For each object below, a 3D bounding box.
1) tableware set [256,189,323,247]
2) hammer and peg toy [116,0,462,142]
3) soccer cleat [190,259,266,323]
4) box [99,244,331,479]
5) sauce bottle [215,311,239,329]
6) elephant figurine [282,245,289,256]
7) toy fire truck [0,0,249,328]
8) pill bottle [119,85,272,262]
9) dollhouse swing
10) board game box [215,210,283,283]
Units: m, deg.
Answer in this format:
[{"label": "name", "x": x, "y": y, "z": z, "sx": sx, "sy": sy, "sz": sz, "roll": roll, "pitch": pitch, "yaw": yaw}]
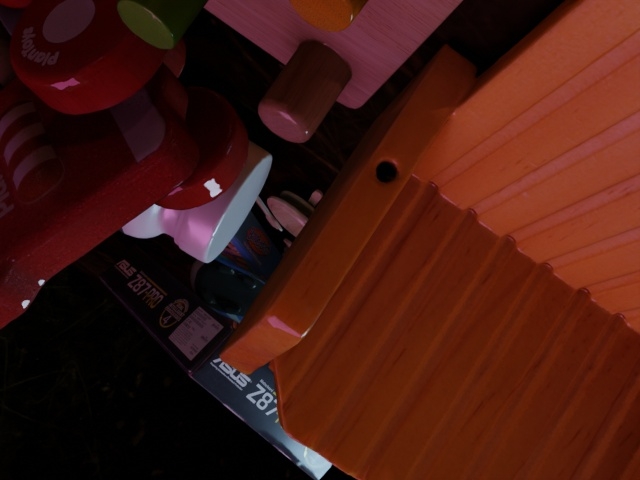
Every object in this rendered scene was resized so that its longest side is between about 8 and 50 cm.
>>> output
[{"label": "tableware set", "x": 0.000, "y": 0.000, "z": 0.883, "sx": 0.128, "sy": 0.039, "sz": 0.194, "roll": 28, "pitch": 161, "yaw": 39}, {"label": "hammer and peg toy", "x": -0.084, "y": -0.210, "z": 0.315, "sx": 0.361, "sy": 0.127, "sz": 0.266, "roll": 34, "pitch": 162, "yaw": -9}, {"label": "soccer cleat", "x": -0.080, "y": 0.121, "z": 1.259, "sx": 0.331, "sy": 0.116, "sz": 0.143, "roll": 37, "pitch": -179, "yaw": -17}, {"label": "box", "x": -0.164, "y": 0.187, "z": 1.154, "sx": 0.395, "sy": 0.097, "sz": 0.318, "roll": 26, "pitch": 158, "yaw": 53}, {"label": "sauce bottle", "x": -0.120, "y": 0.192, "z": 1.469, "sx": 0.345, "sy": 0.111, "sz": 0.111, "roll": 11, "pitch": 153, "yaw": 44}, {"label": "elephant figurine", "x": 0.006, "y": 0.156, "z": 1.066, "sx": 0.170, "sy": 0.185, "sz": 0.239, "roll": 13, "pitch": 151, "yaw": 6}, {"label": "toy fire truck", "x": -0.222, "y": -0.103, "z": 0.545, "sx": 0.302, "sy": 0.254, "sz": 0.169, "roll": 55, "pitch": 180, "yaw": 31}, {"label": "pill bottle", "x": -0.201, "y": -0.102, "z": 0.738, "sx": 0.279, "sy": 0.162, "sz": 0.162, "roll": 30, "pitch": 162, "yaw": 3}, {"label": "dollhouse swing", "x": 0.168, "y": 0.064, "z": 0.427, "sx": 0.347, "sy": 0.315, "sz": 0.305, "roll": 35, "pitch": 173, "yaw": -8}, {"label": "board game box", "x": -0.153, "y": -0.020, "z": 1.063, "sx": 0.160, "sy": 0.047, "sz": 0.210, "roll": 23, "pitch": 161, "yaw": 27}]
